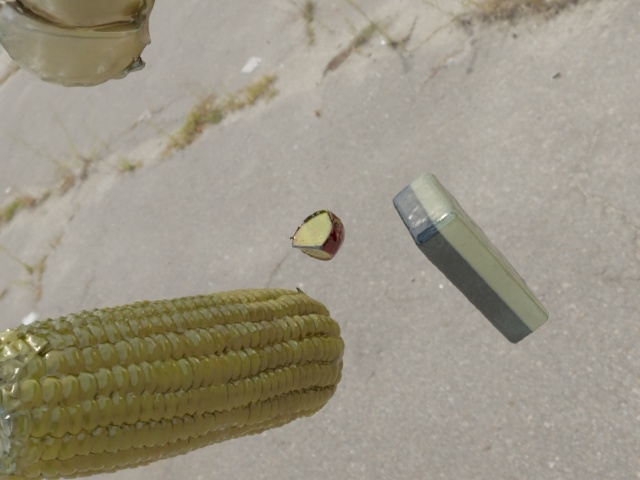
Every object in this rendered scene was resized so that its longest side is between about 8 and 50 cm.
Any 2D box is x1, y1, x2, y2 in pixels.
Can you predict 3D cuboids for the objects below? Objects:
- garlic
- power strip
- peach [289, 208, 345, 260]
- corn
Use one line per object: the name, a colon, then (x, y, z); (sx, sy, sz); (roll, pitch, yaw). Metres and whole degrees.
garlic: (-0.271, -0.319, 0.857); (0.281, 0.203, 0.185); (-48, 53, 47)
power strip: (0.194, 0.027, 0.995); (0.070, 0.256, 0.105); (-37, 36, 12)
peach: (0.000, 0.000, 1.123); (0.083, 0.050, 0.077); (-40, 42, 24)
corn: (-0.114, 0.109, 0.633); (0.131, 0.344, 0.131); (3, 94, 39)
